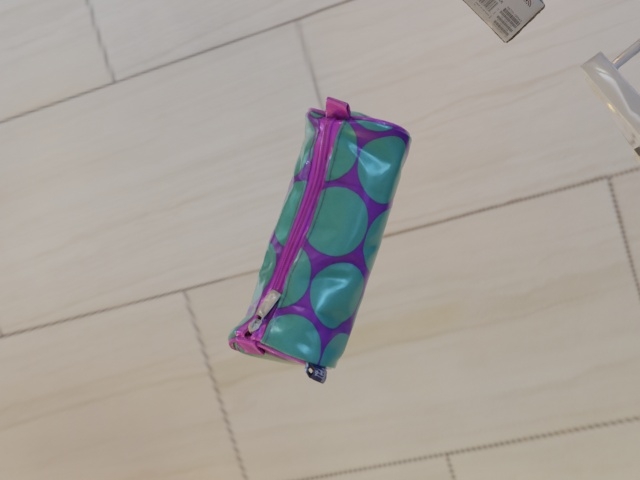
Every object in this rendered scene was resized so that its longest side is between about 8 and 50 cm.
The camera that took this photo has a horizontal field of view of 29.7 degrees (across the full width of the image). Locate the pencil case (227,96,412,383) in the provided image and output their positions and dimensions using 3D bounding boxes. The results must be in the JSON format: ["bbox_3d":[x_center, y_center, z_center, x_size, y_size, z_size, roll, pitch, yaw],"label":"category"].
[{"bbox_3d":[0.000,0.000,0.688,0.064,0.070,0.152,16,87,33],"label":"pencil case"}]

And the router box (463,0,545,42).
[{"bbox_3d":[0.098,-0.247,0.967,0.179,0.133,0.046,42,108,-14],"label":"router box"}]

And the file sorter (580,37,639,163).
[{"bbox_3d":[0.340,-0.036,0.795,0.173,0.193,0.278,-39,60,12],"label":"file sorter"}]
